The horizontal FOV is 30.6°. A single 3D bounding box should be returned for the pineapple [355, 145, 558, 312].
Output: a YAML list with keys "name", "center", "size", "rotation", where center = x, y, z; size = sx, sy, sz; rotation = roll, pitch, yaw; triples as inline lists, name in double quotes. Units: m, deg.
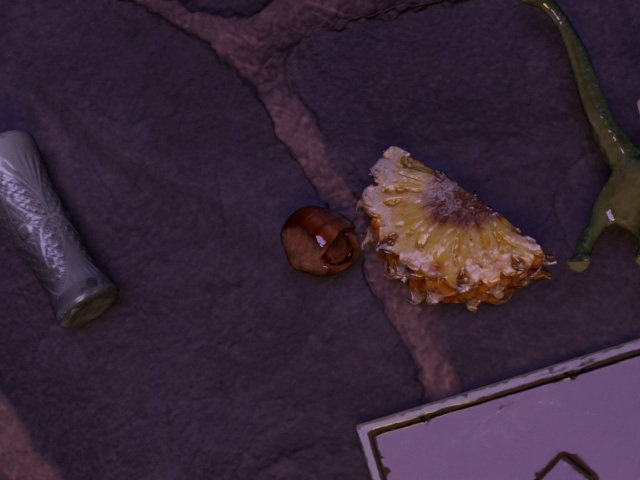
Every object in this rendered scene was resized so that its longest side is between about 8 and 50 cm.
- name: "pineapple"
  center: [0.121, 0.010, 1.239]
  size: [0.233, 0.079, 0.135]
  rotation: [35, 72, 22]

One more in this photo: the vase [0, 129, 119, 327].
- name: "vase"
  center: [-0.308, -0.009, 1.299]
  size: [0.096, 0.096, 0.219]
  rotation: [-34, 74, -3]

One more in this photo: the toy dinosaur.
- name: "toy dinosaur"
  center: [0.368, -0.064, 1.232]
  size: [0.447, 0.087, 0.301]
  rotation: [29, 52, -7]

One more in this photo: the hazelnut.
- name: "hazelnut"
  center: [0.000, 0.000, 1.260]
  size: [0.086, 0.086, 0.086]
  rotation: [-2, 73, 8]

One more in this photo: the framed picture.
- name: "framed picture"
  center: [0.229, 0.253, 1.174]
  size: [0.335, 0.022, 0.247]
  rotation: [-18, 72, 2]

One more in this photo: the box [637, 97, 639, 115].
- name: "box"
  center: [0.463, -0.006, 1.108]
  size: [0.225, 0.143, 0.341]
  rotation: [0, 70, -28]
